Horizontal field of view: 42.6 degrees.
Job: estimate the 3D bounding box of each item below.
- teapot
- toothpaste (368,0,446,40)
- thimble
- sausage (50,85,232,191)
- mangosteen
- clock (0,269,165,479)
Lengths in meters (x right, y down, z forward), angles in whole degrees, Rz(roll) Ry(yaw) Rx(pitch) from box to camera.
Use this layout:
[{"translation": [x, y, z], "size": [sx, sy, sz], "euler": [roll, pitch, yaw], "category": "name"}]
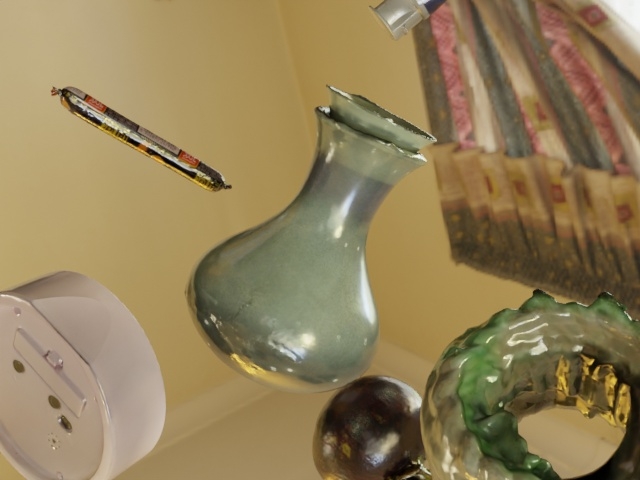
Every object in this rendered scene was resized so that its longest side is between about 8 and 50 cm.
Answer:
[{"translation": [0.000, 0.000, 0.718], "size": [0.183, 0.251, 0.183], "euler": [26, -167, -6], "category": "teapot"}, {"translation": [0.178, -0.360, 1.033], "size": [0.266, 0.061, 0.096], "euler": [-41, -147, 9], "category": "toothpaste"}, {"translation": [0.185, 0.156, 0.626], "size": [0.219, 0.150, 0.219], "euler": [-10, -135, 10], "category": "thimble"}, {"translation": [-0.173, -0.097, 0.808], "size": [0.025, 0.198, 0.028], "euler": [-58, -158, 7], "category": "sausage"}, {"translation": [0.122, 0.379, 1.468], "size": [0.231, 0.231, 0.289], "euler": [-28, -127, -36], "category": "mangosteen"}, {"translation": [-0.235, 0.129, 0.744], "size": [0.197, 0.197, 0.068], "euler": [1, -163, 33], "category": "clock"}]
